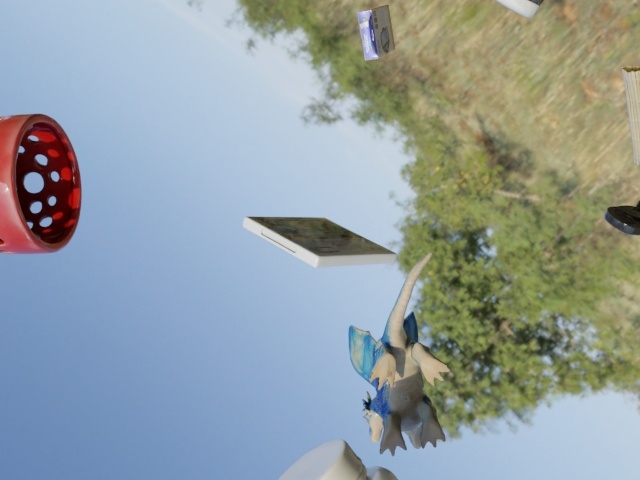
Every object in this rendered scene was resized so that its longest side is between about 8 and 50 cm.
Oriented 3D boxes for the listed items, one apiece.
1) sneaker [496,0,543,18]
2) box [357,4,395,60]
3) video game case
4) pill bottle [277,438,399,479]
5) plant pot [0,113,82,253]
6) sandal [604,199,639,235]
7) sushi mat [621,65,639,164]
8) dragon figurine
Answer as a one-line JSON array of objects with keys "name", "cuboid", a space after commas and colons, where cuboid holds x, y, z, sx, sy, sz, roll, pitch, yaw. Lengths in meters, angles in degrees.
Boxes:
[{"name": "sneaker", "cuboid": [0.173, -0.342, 0.786, 0.216, 0.121, 0.079, 20, -156, -23]}, {"name": "box", "cuboid": [0.096, -0.361, 1.270, 0.136, 0.028, 0.081, -44, -53, -60]}, {"name": "video game case", "cuboid": [0.000, 0.000, 1.395, 0.206, 0.026, 0.226, 28, -160, 39]}, {"name": "pill bottle", "cuboid": [0.051, 0.283, 0.634, 0.215, 0.117, 0.117, 54, -168, -5]}, {"name": "plant pot", "cuboid": [-0.448, -0.073, 1.009, 0.191, 0.174, 0.191, -4, -90, -79]}, {"name": "sandal", "cuboid": [0.433, -0.034, 0.940, 0.179, 0.040, 0.067, -2, -146, -40]}, {"name": "sushi mat", "cuboid": [0.650, -0.222, 1.353, 0.151, 0.019, 0.316, 4, 156, 29]}, {"name": "dragon figurine", "cuboid": [0.081, 0.135, 0.815, 0.144, 0.085, 0.289, -119, 19, -67]}]
